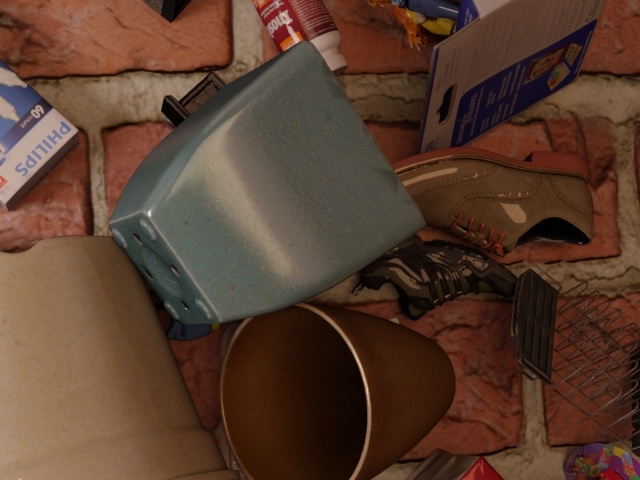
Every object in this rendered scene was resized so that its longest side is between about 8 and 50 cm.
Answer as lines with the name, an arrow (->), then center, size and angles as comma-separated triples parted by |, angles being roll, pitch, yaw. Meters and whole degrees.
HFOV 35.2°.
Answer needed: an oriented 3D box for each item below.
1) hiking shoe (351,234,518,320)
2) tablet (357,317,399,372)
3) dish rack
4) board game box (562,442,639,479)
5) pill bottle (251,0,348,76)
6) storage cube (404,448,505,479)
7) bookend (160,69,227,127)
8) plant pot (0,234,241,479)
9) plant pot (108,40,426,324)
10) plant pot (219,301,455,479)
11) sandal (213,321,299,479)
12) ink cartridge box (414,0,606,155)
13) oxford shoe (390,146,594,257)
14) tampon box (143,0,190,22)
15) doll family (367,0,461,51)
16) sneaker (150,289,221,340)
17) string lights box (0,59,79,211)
hiking shoe -> 0.156, 0.056, 1.376 | 0.227, 0.086, 0.114 | 16, 97, -8
tablet -> 0.076, 0.143, 1.375 | 0.083, 0.006, 0.054 | -18, 87, -14
dish rack -> 0.369, 0.150, 1.345 | 0.271, 0.074, 0.208 | 37, 38, -15
board game box -> 0.383, 0.358, 1.349 | 0.033, 0.133, 0.168 | -12, 86, -41
pill bottle -> -0.025, -0.288, 1.368 | 0.086, 0.086, 0.152 | -29, 89, -14
storage cube -> 0.176, 0.397, 1.274 | 0.215, 0.183, 0.193 | -43, 92, -13
bookend -> -0.100, -0.174, 1.344 | 0.157, 0.072, 0.156 | -44, 93, -15
plant pot -> -0.292, 0.171, 1.153 | 0.334, 0.334, 0.305 | -13, 75, -14
plant pot -> -0.087, -0.033, 1.146 | 0.252, 0.248, 0.247 | -40, 103, -24
plant pot -> 0.049, 0.186, 1.240 | 0.254, 0.237, 0.237 | -1, 81, -47
sandal -> -0.090, 0.239, 1.297 | 0.102, 0.076, 0.265 | 8, 59, -33
ink cartridge box -> 0.236, -0.248, 1.314 | 0.307, 0.303, 0.072 | -30, 67, -15
oxford shoe -> 0.215, -0.045, 1.356 | 0.348, 0.123, 0.130 | -3, 67, -12
tampon box -> -0.190, -0.381, 1.305 | 0.101, 0.161, 0.120 | 39, 75, -5
doll family -> 0.148, -0.318, 1.357 | 0.163, 0.263, 0.118 | 24, 97, 23
sneaker -> -0.187, 0.026, 1.301 | 0.082, 0.069, 0.209 | -11, 85, -10
string lights box -> -0.445, -0.173, 1.265 | 0.260, 0.077, 0.133 | 42, 75, -5
